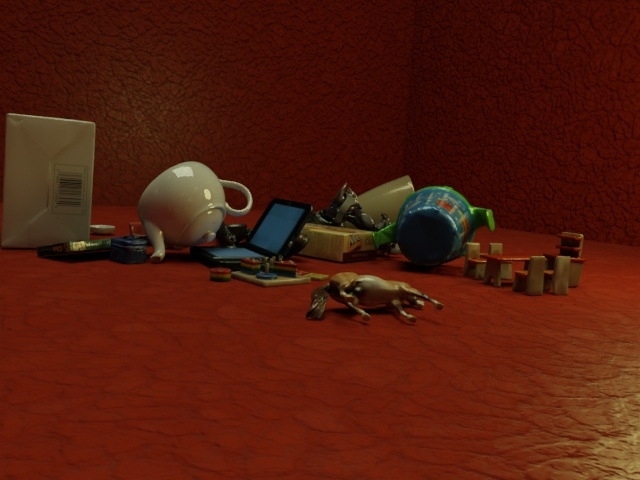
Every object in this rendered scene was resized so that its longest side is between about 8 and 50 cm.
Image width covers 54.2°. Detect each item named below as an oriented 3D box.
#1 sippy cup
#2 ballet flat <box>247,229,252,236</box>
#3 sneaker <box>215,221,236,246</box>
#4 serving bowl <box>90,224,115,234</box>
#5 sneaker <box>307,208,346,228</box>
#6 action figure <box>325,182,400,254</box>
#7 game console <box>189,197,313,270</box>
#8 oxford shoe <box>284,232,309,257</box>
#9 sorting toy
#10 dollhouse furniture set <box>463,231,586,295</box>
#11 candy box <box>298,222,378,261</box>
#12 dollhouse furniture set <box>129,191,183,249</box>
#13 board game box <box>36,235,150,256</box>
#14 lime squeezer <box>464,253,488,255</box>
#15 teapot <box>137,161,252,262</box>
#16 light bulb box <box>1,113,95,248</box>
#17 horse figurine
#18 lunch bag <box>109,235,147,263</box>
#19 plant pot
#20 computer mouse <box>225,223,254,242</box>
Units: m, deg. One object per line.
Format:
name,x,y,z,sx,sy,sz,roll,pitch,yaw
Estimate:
sippy cup,0.312,-0.028,1.758,0.240,0.305,0.224,44,20,6
ballet flat,-0.154,-0.011,2.050,0.188,0.070,0.070,-9,12,-33
sneaker,-0.276,-0.017,1.826,0.065,0.061,0.158,16,-24,8
serving bowl,-0.734,-0.034,2.098,0.083,0.027,0.083,3,5,0
sneaker,-0.021,-0.044,2.121,0.276,0.135,0.097,6,8,34
action figure,0.155,-0.048,1.980,0.285,0.099,0.185,39,-22,2
game console,-0.190,-0.025,1.652,0.250,0.173,0.293,1,6,-26
oxford shoe,-0.121,-0.006,1.803,0.227,0.083,0.096,2,-39,50
sorting toy,-0.105,0.068,1.422,0.274,0.046,0.132,-1,8,-41
dollhouse furniture set,0.532,0.045,1.581,0.259,0.135,0.262,1,6,-22
candy box,0.000,0.000,1.922,0.316,0.087,0.183,8,7,39
dollhouse furniture set,-0.495,-0.072,2.003,0.201,0.152,0.374,4,6,1
board game box,-0.577,0.013,1.617,0.136,0.030,0.259,-10,-2,33
lime squeezer,0.446,0.002,2.166,0.310,0.110,0.059,39,3,22
teapot,-0.339,-0.073,1.661,0.187,0.256,0.252,46,11,15
light bulb box,-0.788,-0.173,1.811,0.225,0.358,0.361,3,7,-24
horse figurine,0.092,0.102,1.130,0.263,0.066,0.174,4,11,-18
lunch bag,-0.477,0.020,1.555,0.098,0.065,0.067,7,7,37
plant pot,0.196,-0.074,2.179,0.274,0.256,0.256,-12,5,4
computer mouse,-0.269,-0.017,2.092,0.184,0.060,0.262,-3,-3,-23
